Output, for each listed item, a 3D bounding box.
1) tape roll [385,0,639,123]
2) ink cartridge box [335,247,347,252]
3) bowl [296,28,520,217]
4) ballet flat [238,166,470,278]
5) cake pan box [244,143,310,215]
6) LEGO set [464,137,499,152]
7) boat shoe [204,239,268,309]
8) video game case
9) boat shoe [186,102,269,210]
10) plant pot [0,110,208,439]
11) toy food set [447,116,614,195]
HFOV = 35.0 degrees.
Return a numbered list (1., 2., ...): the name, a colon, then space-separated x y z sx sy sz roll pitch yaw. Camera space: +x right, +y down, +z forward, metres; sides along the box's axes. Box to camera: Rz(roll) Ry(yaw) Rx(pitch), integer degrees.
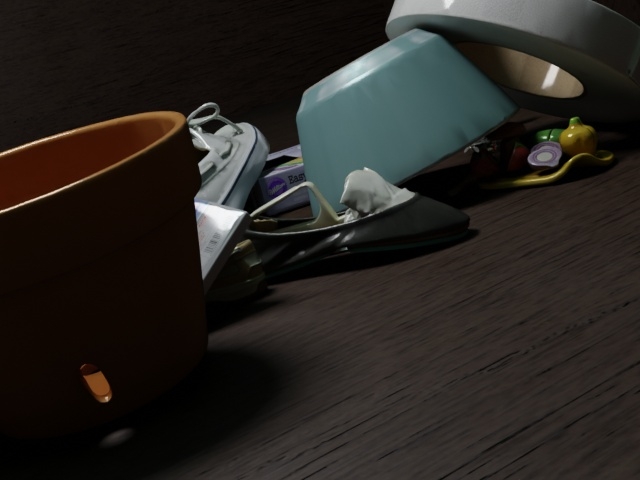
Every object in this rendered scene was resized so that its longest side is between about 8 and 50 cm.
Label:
1. tape roll: 0.283 -0.264 1.412 0.392 0.072 0.392 20 -3 1
2. ink cartridge box: 0.000 0.000 1.197 0.083 0.028 0.048 -13 13 11
3. bowl: 0.090 -0.168 1.355 0.311 0.163 0.311 -30 6 3
4. ballet flat: 0.019 -0.022 1.112 0.280 0.096 0.095 -13 11 11
5. cake pan box: -0.016 -0.114 1.642 0.267 0.070 0.246 -20 11 -14
6. LEGO set: 0.252 -0.150 1.565 0.054 0.023 0.083 -19 13 -18
7. boat shoe: -0.155 0.046 1.082 0.190 0.072 0.068 -18 12 -11
8. video game case: -0.164 0.021 1.048 0.143 0.019 0.157 15 65 35
9. boat shoe: -0.184 -0.120 1.482 0.136 0.156 0.367 -32 20 23
10. plant pot: -0.220 0.032 0.872 0.291 0.203 0.291 -17 18 6
11. toy food set: 0.259 -0.115 1.288 0.218 0.071 0.128 -6 15 39
